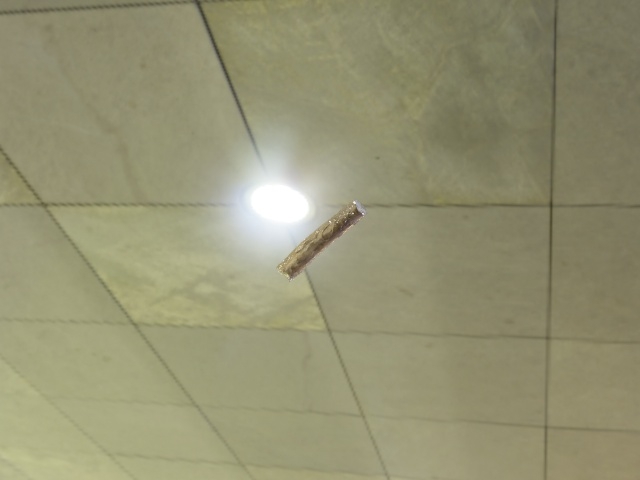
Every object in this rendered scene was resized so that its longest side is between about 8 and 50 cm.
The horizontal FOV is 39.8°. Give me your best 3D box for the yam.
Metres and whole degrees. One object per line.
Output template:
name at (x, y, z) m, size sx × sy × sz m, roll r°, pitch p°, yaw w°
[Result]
yam at (0.000, 0.000, 1.179) m, size 0.145 × 0.032 × 0.032 m, roll -41°, pitch 128°, yaw 15°
